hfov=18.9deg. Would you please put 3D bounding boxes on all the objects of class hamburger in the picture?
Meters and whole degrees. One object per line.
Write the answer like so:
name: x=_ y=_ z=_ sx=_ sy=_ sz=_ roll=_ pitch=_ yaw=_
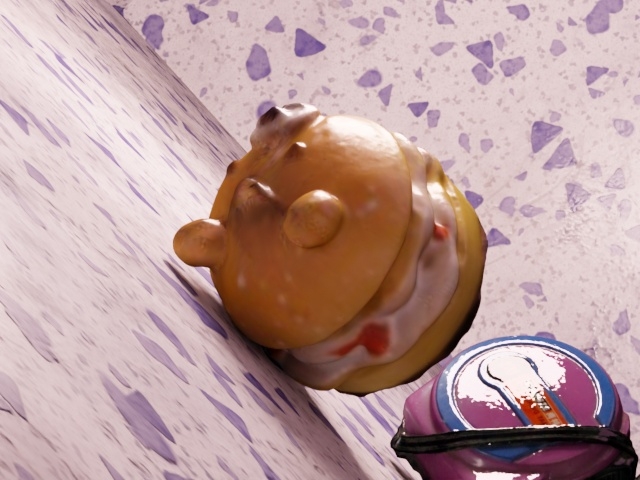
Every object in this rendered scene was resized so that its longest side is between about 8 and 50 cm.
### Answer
hamburger: x=0.000 y=0.000 z=1.879 sx=0.237 sy=0.276 sz=0.276 roll=30 pitch=13 yaw=-39

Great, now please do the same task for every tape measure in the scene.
tape measure: x=0.208 y=0.222 z=2.070 sx=0.231 sy=0.245 sz=0.149 roll=-126 pitch=-156 yaw=-49

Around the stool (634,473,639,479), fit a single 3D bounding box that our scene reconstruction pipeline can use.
stool: x=0.502 y=0.356 z=1.978 sx=0.330 sy=0.297 sz=0.297 roll=50 pitch=4 yaw=31
